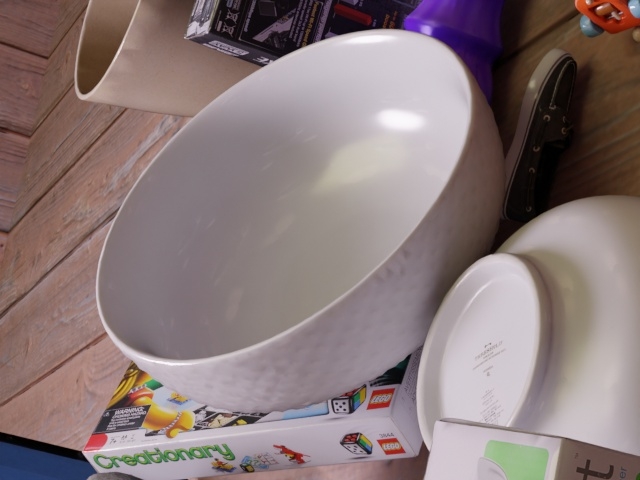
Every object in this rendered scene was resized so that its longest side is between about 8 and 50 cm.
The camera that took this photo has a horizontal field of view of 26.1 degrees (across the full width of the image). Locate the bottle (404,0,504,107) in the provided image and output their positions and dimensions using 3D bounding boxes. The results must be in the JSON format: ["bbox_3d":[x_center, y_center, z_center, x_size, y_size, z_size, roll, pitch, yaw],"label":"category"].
[{"bbox_3d":[0.096,-0.115,1.226,0.283,0.092,0.118,-72,20,2],"label":"bottle"}]

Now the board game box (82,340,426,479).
[{"bbox_3d":[-0.036,0.109,1.165,0.305,0.053,0.193,-11,36,30],"label":"board game box"}]

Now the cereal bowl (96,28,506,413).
[{"bbox_3d":[0.000,0.000,1.079,0.339,0.141,0.339,-25,37,21],"label":"cereal bowl"}]

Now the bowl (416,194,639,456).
[{"bbox_3d":[0.154,0.092,0.894,0.298,0.134,0.298,-49,32,45],"label":"bowl"}]

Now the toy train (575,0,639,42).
[{"bbox_3d":[0.228,-0.202,0.966,0.166,0.125,0.046,-21,49,53],"label":"toy train"}]

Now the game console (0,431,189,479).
[{"bbox_3d":[-0.221,0.263,1.425,0.250,0.293,0.173,-41,39,51],"label":"game console"}]

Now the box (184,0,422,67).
[{"bbox_3d":[0.033,-0.300,1.312,0.076,0.242,0.307,11,85,67],"label":"box"}]

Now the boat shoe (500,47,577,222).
[{"bbox_3d":[0.178,-0.080,1.085,0.040,0.049,0.142,20,91,34],"label":"boat shoe"}]

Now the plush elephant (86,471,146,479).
[{"bbox_3d":[-0.113,0.359,1.168,0.255,0.272,0.330,-60,-7,-4],"label":"plush elephant"}]

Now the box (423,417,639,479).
[{"bbox_3d":[0.149,0.239,0.672,0.127,0.231,0.262,-6,68,66],"label":"box"}]

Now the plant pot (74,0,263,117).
[{"bbox_3d":[-0.096,-0.234,1.516,0.256,0.274,0.256,-49,32,45],"label":"plant pot"}]
